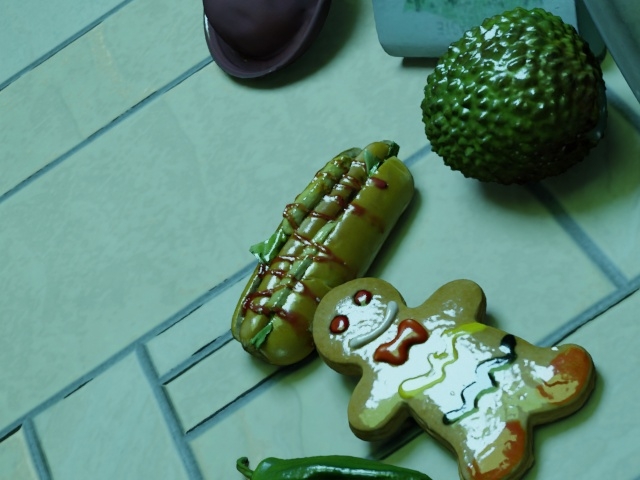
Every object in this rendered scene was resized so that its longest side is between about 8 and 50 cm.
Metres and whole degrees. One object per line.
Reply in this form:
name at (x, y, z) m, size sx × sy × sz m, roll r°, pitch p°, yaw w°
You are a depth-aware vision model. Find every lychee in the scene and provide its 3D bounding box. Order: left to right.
lychee at (0.168, -0.124, 1.258) m, size 0.171 × 0.171 × 0.171 m, roll -17°, pitch 46°, yaw 18°

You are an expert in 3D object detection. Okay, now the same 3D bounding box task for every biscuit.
biscuit at (0.089, 0.100, 1.172) m, size 0.250 × 0.036 × 0.165 m, roll 30°, pitch 71°, yaw 36°

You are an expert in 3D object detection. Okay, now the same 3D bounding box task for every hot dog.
hot dog at (0.000, 0.000, 1.310) m, size 0.104 × 0.076 × 0.250 m, roll 16°, pitch 65°, yaw 41°

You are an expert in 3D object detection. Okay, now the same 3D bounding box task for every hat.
hat at (-0.069, -0.275, 1.532) m, size 0.205 × 0.089 × 0.205 m, roll -12°, pitch 73°, yaw 44°

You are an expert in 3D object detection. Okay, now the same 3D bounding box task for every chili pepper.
chili pepper at (-0.007, 0.206, 1.140) m, size 0.204 × 0.073 × 0.072 m, roll 0°, pitch 67°, yaw 33°

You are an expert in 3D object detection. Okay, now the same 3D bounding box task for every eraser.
eraser at (0.158, -0.259, 1.378) m, size 0.227 × 0.174 × 0.081 m, roll 5°, pitch 23°, yaw 35°

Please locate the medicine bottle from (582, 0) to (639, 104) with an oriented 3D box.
medicine bottle at (0.402, -0.232, 1.123) m, size 0.375 × 0.282 × 0.123 m, roll -32°, pitch 13°, yaw 5°
